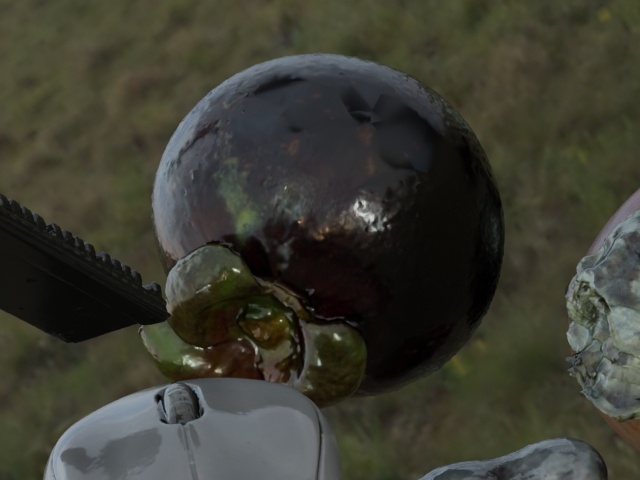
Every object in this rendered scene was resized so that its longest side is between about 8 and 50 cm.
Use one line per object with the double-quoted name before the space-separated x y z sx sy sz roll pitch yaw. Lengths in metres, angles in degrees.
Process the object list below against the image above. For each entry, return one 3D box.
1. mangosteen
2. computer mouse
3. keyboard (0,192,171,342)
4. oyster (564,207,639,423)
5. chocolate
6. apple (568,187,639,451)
"mangosteen" 0.000 0.000 1.302 0.288 0.288 0.288 -31 15 9
"computer mouse" -0.067 0.179 0.973 0.184 0.121 0.297 -9 48 -2
"keyboard" -0.166 0.005 0.868 0.072 0.231 0.023 -17 63 23
"oyster" 0.195 0.027 0.956 0.125 0.064 0.177 -6 44 17
"chocolate" 0.137 0.196 1.303 0.167 0.072 0.072 -17 17 5
"apple" 0.388 0.070 1.485 0.345 0.345 0.269 -31 56 10
